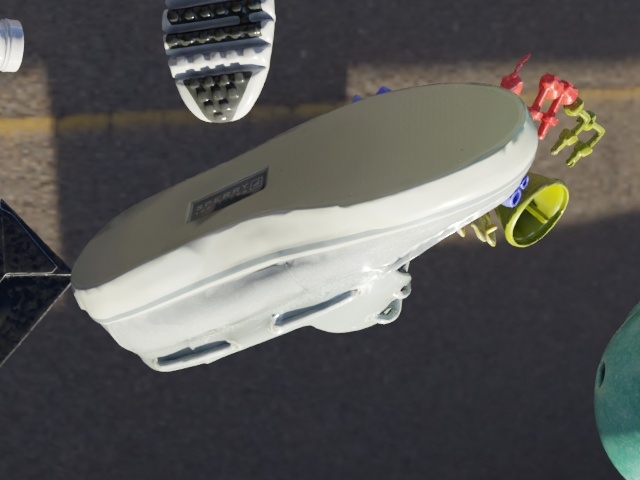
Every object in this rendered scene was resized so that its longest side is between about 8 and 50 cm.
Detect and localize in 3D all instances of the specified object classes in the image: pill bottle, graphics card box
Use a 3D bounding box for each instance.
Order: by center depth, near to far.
[{"bbox_3d":[-0.367,0.101,1.226,0.094,0.371,0.233,49,60,-19],"label":"graphics card box"},{"bbox_3d":[-0.457,-0.249,1.908,0.160,0.087,0.087,1,95,-29],"label":"pill bottle"}]

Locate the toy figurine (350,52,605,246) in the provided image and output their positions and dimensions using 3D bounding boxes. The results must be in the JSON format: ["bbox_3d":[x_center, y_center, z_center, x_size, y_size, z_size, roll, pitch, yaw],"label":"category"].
[{"bbox_3d":[0.143,-0.123,1.671,0.191,0.217,0.362,-65,156,5],"label":"toy figurine"}]

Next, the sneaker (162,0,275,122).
[{"bbox_3d":[-0.078,-0.253,1.400,0.118,0.110,0.292,-3,95,-71],"label":"sneaker"}]

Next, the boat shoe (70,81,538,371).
[{"bbox_3d":[-0.001,0.001,0.675,0.081,0.227,0.079,54,29,-31],"label":"boat shoe"}]

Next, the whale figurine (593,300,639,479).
[{"bbox_3d":[0.278,0.111,1.245,0.141,0.272,0.216,12,99,-9],"label":"whale figurine"}]
